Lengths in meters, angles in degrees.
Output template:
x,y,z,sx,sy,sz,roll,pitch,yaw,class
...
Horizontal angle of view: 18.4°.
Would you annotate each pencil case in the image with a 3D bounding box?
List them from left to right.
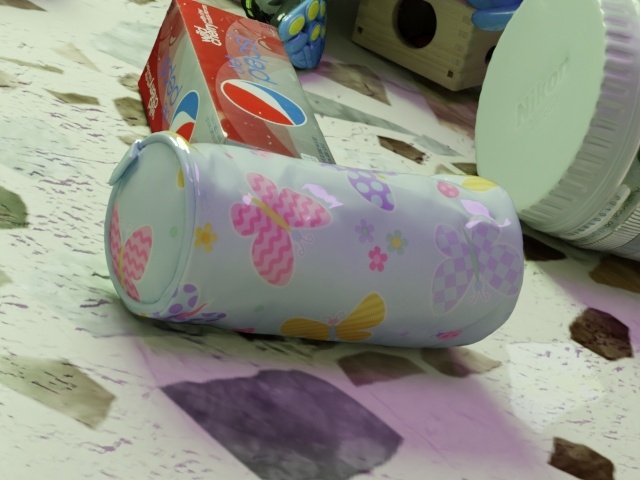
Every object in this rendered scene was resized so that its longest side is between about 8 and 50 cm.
x,y,z,sx,sy,sz,roll,pitch,yaw,class
0.000,0.000,1.260,0.273,0.113,0.124,5,67,-34,pencil case

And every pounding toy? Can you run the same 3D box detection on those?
x,y,z,sx,sy,sz,roll,pitch,yaw,class
0.074,-0.215,1.850,0.206,0.094,0.181,29,29,30,pounding toy

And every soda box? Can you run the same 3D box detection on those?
x,y,z,sx,sy,sz,roll,pitch,yaw,class
-0.065,-0.084,1.432,0.092,0.083,0.263,16,23,-20,soda box

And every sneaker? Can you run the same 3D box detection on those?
x,y,z,sx,sy,sz,roll,pitch,yaw,class
-0.033,-0.202,1.766,0.078,0.067,0.188,1,26,1,sneaker

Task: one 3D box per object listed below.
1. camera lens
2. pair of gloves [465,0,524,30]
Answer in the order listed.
x,y,z,sx,sy,sz,roll,pitch,yaw,class
0.292,-0.086,1.605,0.274,0.219,0.219,13,25,-23,camera lens
0.222,-0.234,1.739,0.198,0.023,0.159,-38,38,-25,pair of gloves
